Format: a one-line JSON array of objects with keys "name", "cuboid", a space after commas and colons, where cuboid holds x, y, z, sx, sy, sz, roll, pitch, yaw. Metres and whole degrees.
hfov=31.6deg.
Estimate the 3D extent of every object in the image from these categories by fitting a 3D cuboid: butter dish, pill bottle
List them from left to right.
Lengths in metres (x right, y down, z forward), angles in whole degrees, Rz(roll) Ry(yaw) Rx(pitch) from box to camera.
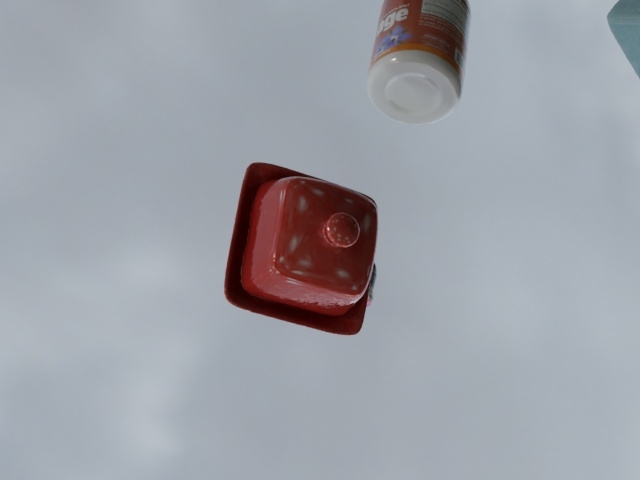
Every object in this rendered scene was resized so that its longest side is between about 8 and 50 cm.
[{"name": "butter dish", "cuboid": [0.000, 0.000, 1.131, 0.160, 0.118, 0.160, 16, -108, -20]}, {"name": "pill bottle", "cuboid": [0.131, -0.263, 1.462, 0.121, 0.121, 0.216, 35, -134, -27]}]

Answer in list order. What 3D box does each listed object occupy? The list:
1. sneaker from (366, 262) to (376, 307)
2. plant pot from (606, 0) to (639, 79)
[{"name": "sneaker", "cuboid": [0.003, 0.033, 1.565, 0.170, 0.063, 0.074, 21, -122, 9]}, {"name": "plant pot", "cuboid": [0.600, -0.290, 1.534, 0.247, 0.252, 0.248, -48, -60, -15]}]
